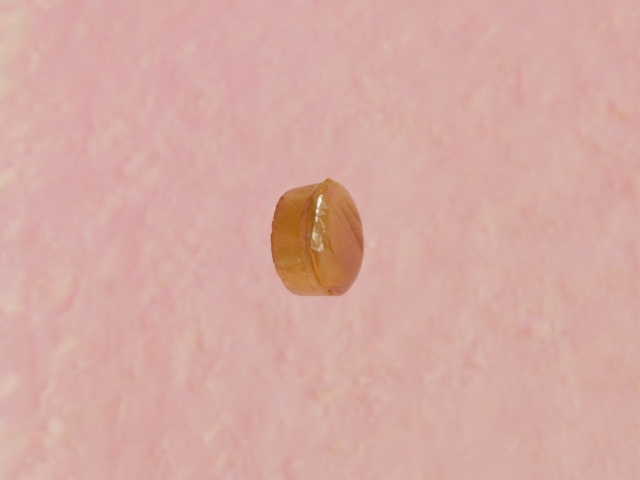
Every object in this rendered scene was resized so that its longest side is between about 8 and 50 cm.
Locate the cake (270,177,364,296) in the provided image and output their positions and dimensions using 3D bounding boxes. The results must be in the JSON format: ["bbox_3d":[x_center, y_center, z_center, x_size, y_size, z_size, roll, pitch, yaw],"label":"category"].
[{"bbox_3d":[0.000,0.000,0.923,0.044,0.084,0.084,-6,43,26],"label":"cake"}]
